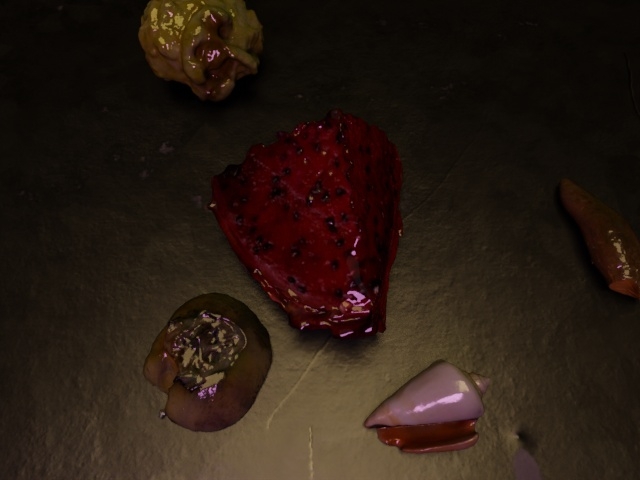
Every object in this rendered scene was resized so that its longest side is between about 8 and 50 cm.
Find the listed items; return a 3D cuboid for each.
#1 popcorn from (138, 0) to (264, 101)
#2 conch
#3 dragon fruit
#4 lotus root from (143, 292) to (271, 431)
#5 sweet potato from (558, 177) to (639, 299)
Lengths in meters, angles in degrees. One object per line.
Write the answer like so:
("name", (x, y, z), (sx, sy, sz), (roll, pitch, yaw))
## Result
("popcorn", (-0.243, -0.417, 0.881), (0.256, 0.195, 0.255), (-19, 67, -30))
("conch", (0.151, 0.231, 0.582), (0.176, 0.094, 0.105), (-28, 104, -9))
("dragon fruit", (0.004, 0.000, 0.713), (0.285, 0.228, 0.330), (-19, 81, 26))
("lotus root", (-0.171, 0.167, 0.628), (0.183, 0.078, 0.204), (18, 65, 11))
("sweet potato", (0.475, -0.018, 0.720), (0.077, 0.077, 0.244), (-10, 63, -5))
